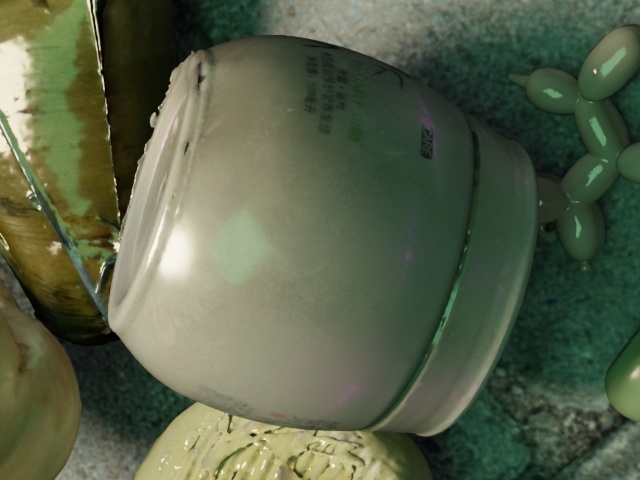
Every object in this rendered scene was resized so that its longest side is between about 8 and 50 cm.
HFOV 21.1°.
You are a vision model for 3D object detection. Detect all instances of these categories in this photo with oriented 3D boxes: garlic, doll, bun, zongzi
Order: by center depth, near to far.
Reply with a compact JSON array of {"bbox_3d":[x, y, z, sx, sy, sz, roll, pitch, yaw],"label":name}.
[{"bbox_3d":[0.200,-0.064,1.282,0.160,0.059,0.161,-25,91,22],"label":"doll"},{"bbox_3d":[-0.023,0.235,1.341,0.272,0.168,0.273,-10,63,20],"label":"bun"},{"bbox_3d":[-0.319,0.101,1.342,0.281,0.185,0.203,17,91,10],"label":"garlic"},{"bbox_3d":[-0.281,-0.071,1.395,0.360,0.160,0.323,-1,100,15],"label":"zongzi"}]

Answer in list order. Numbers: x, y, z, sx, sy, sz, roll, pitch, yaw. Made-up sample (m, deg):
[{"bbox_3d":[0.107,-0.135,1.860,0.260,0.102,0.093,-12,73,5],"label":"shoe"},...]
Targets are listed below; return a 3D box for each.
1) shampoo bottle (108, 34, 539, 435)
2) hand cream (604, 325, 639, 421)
[{"bbox_3d":[0.000,0.000,1.230,0.266,0.273,0.273,16,107,-15],"label":"shampoo bottle"},{"bbox_3d":[0.350,0.164,1.251,0.306,0.093,0.147,37,91,9],"label":"hand cream"}]
